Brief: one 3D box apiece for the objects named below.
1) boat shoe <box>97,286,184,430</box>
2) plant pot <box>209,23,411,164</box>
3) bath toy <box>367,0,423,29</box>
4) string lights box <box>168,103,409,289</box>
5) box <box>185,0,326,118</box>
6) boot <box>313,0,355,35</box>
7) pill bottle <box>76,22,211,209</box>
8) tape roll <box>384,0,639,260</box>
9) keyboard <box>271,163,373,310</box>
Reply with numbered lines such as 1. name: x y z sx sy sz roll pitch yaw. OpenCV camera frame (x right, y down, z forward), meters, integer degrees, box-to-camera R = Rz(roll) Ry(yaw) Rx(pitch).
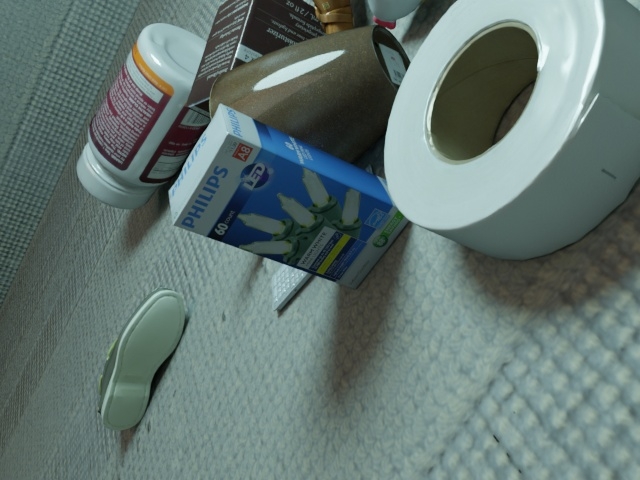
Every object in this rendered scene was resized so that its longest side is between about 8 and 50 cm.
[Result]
1. boat shoe: -0.350 0.214 1.378 0.091 0.109 0.305 45 114 53
2. plant pot: 0.008 -0.186 0.978 0.230 0.215 0.215 -24 50 31
3. bath toy: 0.084 -0.437 1.063 0.129 0.151 0.348 87 171 -48
4. string lights box: -0.034 -0.045 0.868 0.133 0.259 0.077 -55 33 25
5. box: -0.097 -0.295 1.221 0.167 0.168 0.203 0 72 58
6. boot: 0.027 -0.379 1.157 0.073 0.197 0.152 -15 95 24
7. pill bottle: -0.382 -0.265 1.617 0.392 0.224 0.224 -48 36 32
8. tape roll: 0.190 -0.127 0.713 0.286 0.100 0.286 -37 42 43
9. keyboard: 0.000 0.000 1.032 0.256 0.014 0.072 -49 35 31
